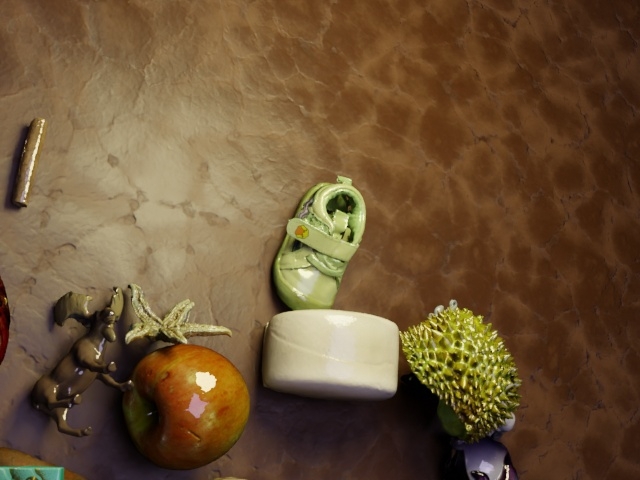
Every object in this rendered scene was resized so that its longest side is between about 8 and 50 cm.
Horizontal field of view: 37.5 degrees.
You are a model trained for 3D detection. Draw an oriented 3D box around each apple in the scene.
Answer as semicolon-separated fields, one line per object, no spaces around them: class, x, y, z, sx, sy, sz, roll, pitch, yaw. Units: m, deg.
apple;-0.201;0.252;1.438;0.196;0.196;0.196;9;72;-30

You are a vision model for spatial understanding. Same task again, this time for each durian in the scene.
durian;0.251;0.228;1.657;0.176;0.200;0.237;-37;93;-12

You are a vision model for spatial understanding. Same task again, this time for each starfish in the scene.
starfish;-0.223;0.131;1.471;0.175;0.208;0.053;11;109;-10

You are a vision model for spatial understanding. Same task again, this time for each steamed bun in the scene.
steamed bun;0.029;0.198;1.609;0.241;0.164;0.146;12;72;-30

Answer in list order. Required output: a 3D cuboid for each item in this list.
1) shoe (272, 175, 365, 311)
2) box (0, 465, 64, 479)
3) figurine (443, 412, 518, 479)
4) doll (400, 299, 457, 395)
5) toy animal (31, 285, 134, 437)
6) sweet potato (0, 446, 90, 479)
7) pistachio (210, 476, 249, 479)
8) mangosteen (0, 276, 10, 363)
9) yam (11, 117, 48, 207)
shoe;-0.004;0.002;1.681;0.140;0.128;0.262;22;63;-10
box;-0.467;0.385;1.270;0.226;0.042;0.161;3;79;-7
figurine;0.305;0.409;1.740;0.145;0.145;0.222;29;62;-22
doll;0.218;0.196;1.785;0.096;0.070;0.195;43;65;-32
toy animal;-0.356;0.167;1.415;0.214;0.186;0.094;-46;134;-11
sweet potato;-0.343;0.391;1.373;0.341;0.092;0.114;23;41;-25
pistachio;-0.123;0.449;1.483;0.126;0.108;0.185;-43;110;-15
mangosteen;-0.555;0.114;1.269;0.261;0.235;0.236;-20;87;9
yam;-0.456;-0.123;1.478;0.032;0.032;0.145;17;69;-27
